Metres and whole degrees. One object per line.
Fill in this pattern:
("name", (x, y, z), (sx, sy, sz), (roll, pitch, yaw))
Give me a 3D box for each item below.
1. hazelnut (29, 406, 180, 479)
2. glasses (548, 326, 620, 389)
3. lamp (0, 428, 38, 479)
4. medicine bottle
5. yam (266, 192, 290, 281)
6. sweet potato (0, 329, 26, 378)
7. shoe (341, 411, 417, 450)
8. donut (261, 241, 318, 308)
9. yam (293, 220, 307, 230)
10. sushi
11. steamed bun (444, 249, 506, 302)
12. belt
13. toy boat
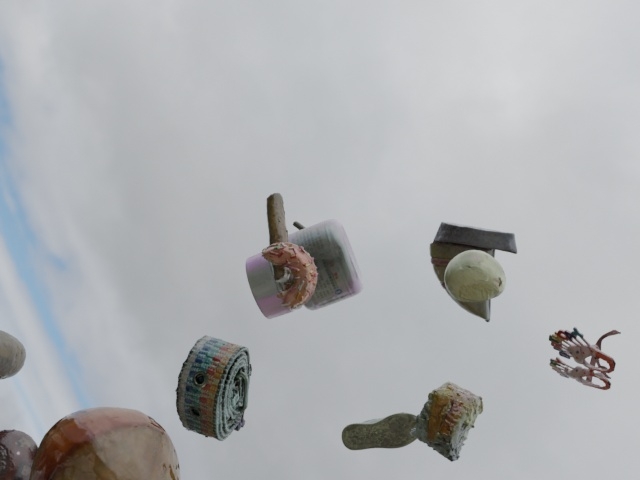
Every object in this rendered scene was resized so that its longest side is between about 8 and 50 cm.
("hazelnut", (-0.272, 0.311, 0.711), (0.214, 0.176, 0.215), (11, -75, 50))
("glasses", (0.678, 0.292, 1.463), (0.162, 0.095, 0.255), (14, -37, 29))
("lamp", (-0.685, 0.497, 1.232), (0.135, 0.157, 0.156), (62, 7, -63))
("medicine bottle", (-0.049, 0.098, 1.779), (0.256, 0.324, 0.256), (-21, 90, -85))
("yam", (-0.105, -0.009, 1.424), (0.057, 0.056, 0.241), (133, -43, -52))
("sweet potato", (-0.836, 0.271, 1.370), (0.131, 0.130, 0.423), (55, -10, 13))
("shoe", (0.247, 0.742, 2.187), (0.159, 0.316, 0.124), (49, 32, -67))
("donut", (-0.064, 0.073, 1.324), (0.117, 0.065, 0.166), (-30, -91, 15))
("yam", (-0.001, 0.001, 2.002), (0.234, 0.029, 0.027), (36, -81, 12))
("sushi", (0.343, 0.484, 1.525), (0.139, 0.274, 0.184), (24, -91, 29))
("steamed bun", (0.333, 0.070, 1.224), (0.129, 0.112, 0.091), (-4, -55, 17))
("belt", (-0.274, 0.412, 1.526), (0.160, 0.207, 0.295), (12, -72, 15))
("toy boat", (0.452, 0.068, 1.769), (0.276, 0.111, 0.294), (30, -71, 34))
